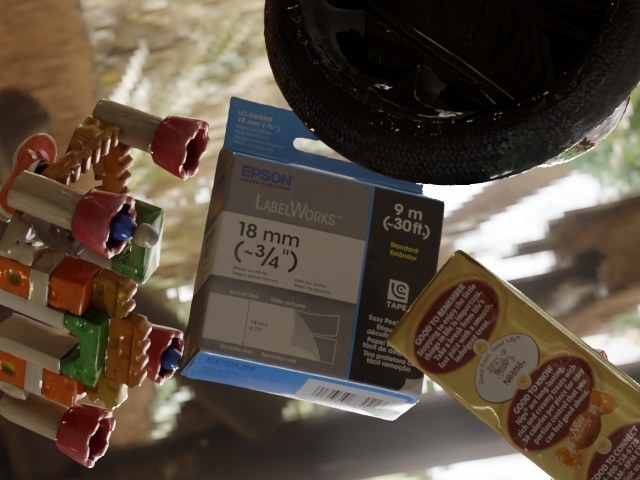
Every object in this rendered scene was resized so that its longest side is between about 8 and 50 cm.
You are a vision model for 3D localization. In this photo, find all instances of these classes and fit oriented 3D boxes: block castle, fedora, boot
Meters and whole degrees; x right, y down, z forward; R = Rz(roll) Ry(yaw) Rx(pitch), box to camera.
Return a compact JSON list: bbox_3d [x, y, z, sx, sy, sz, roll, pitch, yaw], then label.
[{"bbox_3d":[-0.281,0.063,2.557,0.303,0.213,0.453,-50,-24,-50],"label":"block castle"},{"bbox_3d":[0.122,-0.161,1.363,0.152,0.334,0.334,46,-145,-53],"label":"fedora"},{"bbox_3d":[-0.382,-0.097,2.511,0.059,0.085,0.158,42,-139,-22],"label":"boot"}]

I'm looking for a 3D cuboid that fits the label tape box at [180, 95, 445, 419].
[{"bbox_3d":[0.000,0.000,1.982,0.106,0.241,0.333,127,153,-66],"label":"label tape box"}]

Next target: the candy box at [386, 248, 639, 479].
[{"bbox_3d":[0.203,0.141,1.288,0.316,0.087,0.183,40,-178,13],"label":"candy box"}]

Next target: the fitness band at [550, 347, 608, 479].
[{"bbox_3d":[0.316,0.266,2.218,0.209,0.054,0.291,-69,-24,-52],"label":"fitness band"}]
